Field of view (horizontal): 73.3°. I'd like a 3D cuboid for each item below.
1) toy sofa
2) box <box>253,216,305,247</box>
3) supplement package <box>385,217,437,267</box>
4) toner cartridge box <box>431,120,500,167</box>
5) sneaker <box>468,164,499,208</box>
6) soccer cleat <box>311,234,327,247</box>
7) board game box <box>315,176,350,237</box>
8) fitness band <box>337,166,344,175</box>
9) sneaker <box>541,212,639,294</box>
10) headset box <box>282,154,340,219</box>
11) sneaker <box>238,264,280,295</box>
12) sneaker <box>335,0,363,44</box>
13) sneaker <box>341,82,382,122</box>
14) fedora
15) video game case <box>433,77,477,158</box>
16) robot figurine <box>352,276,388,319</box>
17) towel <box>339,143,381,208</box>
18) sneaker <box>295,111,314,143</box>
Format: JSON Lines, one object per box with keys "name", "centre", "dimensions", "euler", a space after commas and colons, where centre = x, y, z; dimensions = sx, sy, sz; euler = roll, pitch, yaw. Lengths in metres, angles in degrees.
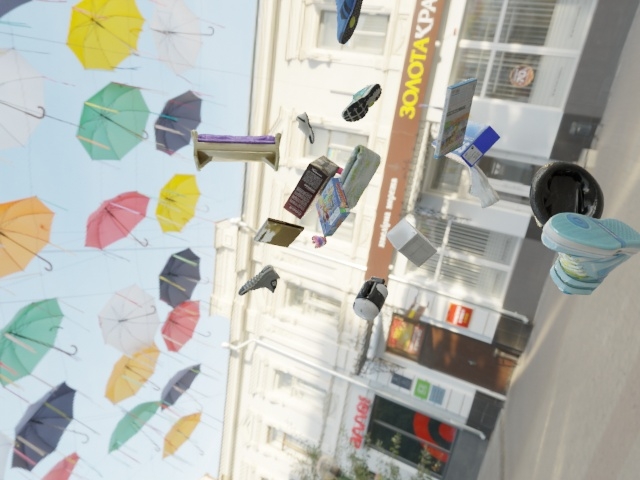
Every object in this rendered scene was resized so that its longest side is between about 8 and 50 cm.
{"name": "toy sofa", "centre": [-0.349, -0.397, 1.805], "dimensions": [0.150, 0.363, 0.177], "euler": [121, 147, -71]}
{"name": "box", "centre": [-0.181, -0.029, 1.845], "dimensions": [0.201, 0.165, 0.021], "euler": [136, 142, -54]}
{"name": "supplement package", "centre": [0.474, 0.013, 2.239], "dimensions": [0.139, 0.134, 0.244], "euler": [-44, -44, 13]}
{"name": "toner cartridge box", "centre": [0.616, -0.430, 1.860], "dimensions": [0.165, 0.075, 0.348], "euler": [-46, 18, 11]}
{"name": "sneaker", "centre": [0.677, -0.237, 1.855], "dimensions": [0.094, 0.212, 0.080], "euler": [-37, -26, 33]}
{"name": "soccer cleat", "centre": [0.000, 0.000, 2.534], "dimensions": [0.095, 0.083, 0.248], "euler": [-27, -5, -6]}
{"name": "board game box", "centre": [0.039, -0.111, 1.499], "dimensions": [0.201, 0.035, 0.136], "euler": [128, 132, -62]}
{"name": "fitness band", "centre": [0.037, -0.368, 2.489], "dimensions": [0.291, 0.209, 0.054], "euler": [12, -121, -54]}
{"name": "sneaker", "centre": [0.595, 0.050, 1.009], "dimensions": [0.319, 0.127, 0.208], "euler": [4, -49, -27]}
{"name": "headset box", "centre": [-0.048, -0.246, 2.069], "dimensions": [0.293, 0.110, 0.218], "euler": [-55, -3, 27]}
{"name": "sneaker", "centre": [-0.299, 0.239, 2.190], "dimensions": [0.229, 0.132, 0.086], "euler": [-39, 16, 5]}
{"name": "sneaker", "centre": [0.075, -0.691, 1.262], "dimensions": [0.069, 0.082, 0.209], "euler": [-35, -34, -58]}
{"name": "sneaker", "centre": [0.202, -0.704, 2.205], "dimensions": [0.275, 0.110, 0.107], "euler": [-46, -48, -17]}
{"name": "fedora", "centre": [0.988, -0.155, 1.785], "dimensions": [0.152, 0.334, 0.334], "euler": [98, -165, -73]}
{"name": "video game case", "centre": [0.318, -0.287, 1.015], "dimensions": [0.119, 0.015, 0.166], "euler": [-30, -45, -37]}
{"name": "robot figurine", "centre": [0.302, 0.349, 2.602], "dimensions": [0.173, 0.209, 0.278], "euler": [-35, 18, 55]}
{"name": "towel", "centre": [0.200, -0.343, 2.434], "dimensions": [0.374, 0.090, 0.320], "euler": [-64, -18, 12]}
{"name": "sneaker", "centre": [-0.050, -0.374, 1.444], "dimensions": [0.040, 0.044, 0.109], "euler": [-83, -26, -68]}
